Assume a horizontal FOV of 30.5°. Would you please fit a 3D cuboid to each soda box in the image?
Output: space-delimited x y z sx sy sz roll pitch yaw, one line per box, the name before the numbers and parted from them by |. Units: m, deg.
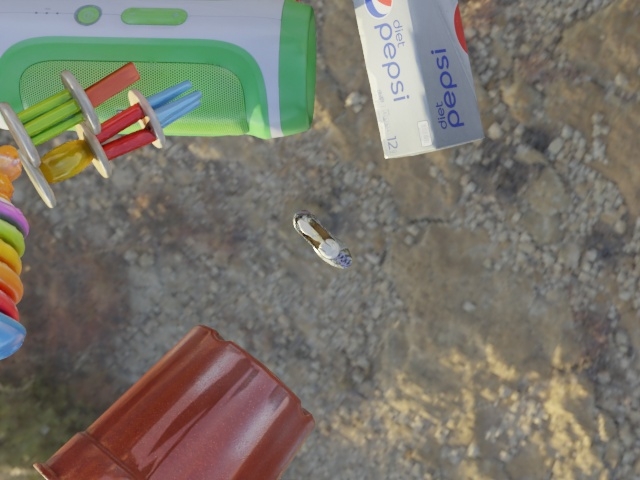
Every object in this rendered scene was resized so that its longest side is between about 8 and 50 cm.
soda box | 0.114 -0.251 1.445 0.091 0.098 0.286 -7 96 48

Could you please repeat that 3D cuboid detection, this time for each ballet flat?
ballet flat | 0.000 0.000 1.756 0.114 0.041 0.041 45 130 11

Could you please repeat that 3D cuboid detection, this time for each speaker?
speaker | -0.155 -0.154 1.028 0.296 0.131 0.131 2 121 4

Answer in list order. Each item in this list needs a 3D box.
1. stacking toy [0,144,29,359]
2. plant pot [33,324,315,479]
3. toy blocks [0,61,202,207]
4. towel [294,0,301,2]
stacking toy | -0.460 0.000 1.589 0.175 0.302 0.165 -20 139 41
plant pot | -0.164 0.265 1.459 0.272 0.265 0.272 37 164 13
toy blocks | -0.159 -0.097 0.893 0.054 0.148 0.123 54 164 18
towel | -0.164 -0.370 1.510 0.037 0.237 0.329 -4 116 56
